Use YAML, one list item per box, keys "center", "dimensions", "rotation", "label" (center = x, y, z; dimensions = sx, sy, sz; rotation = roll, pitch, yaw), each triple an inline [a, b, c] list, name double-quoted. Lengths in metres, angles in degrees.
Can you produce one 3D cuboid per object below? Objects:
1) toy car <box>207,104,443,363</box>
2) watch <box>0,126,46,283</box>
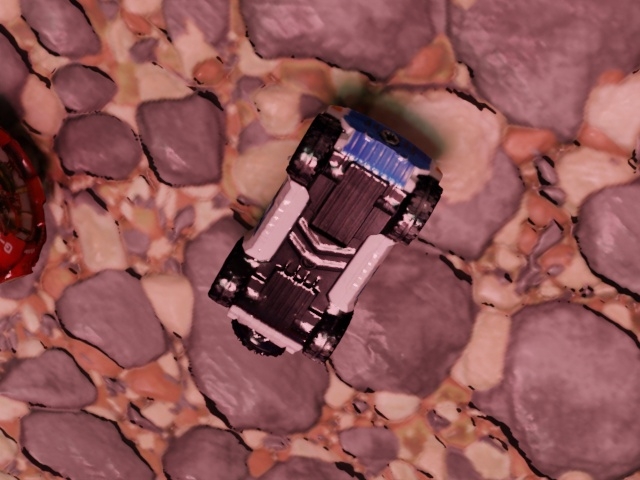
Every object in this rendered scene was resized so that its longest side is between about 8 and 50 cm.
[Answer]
- center: [0.000, 0.000, 0.913]
  dimensions: [0.080, 0.070, 0.170]
  rotation: [31, 127, -4]
  label: "toy car"
- center: [-0.289, 0.017, 0.953]
  dimensions: [0.268, 0.165, 0.102]
  rotation: [-26, 114, 9]
  label: "watch"
